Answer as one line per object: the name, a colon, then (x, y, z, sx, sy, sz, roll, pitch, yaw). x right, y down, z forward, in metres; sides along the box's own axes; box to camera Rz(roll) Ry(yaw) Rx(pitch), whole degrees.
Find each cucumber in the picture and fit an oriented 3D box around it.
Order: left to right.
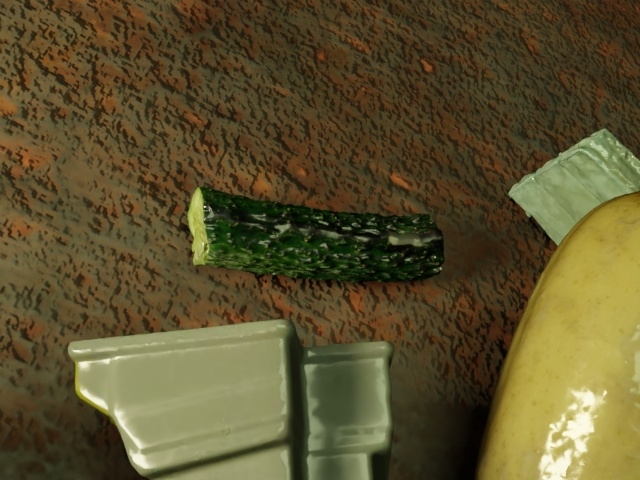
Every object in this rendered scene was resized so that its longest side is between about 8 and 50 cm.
cucumber: (0.000, 0.000, 0.570, 0.187, 0.058, 0.058, 6, 63, -20)

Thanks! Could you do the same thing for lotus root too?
lotus root: (0.204, 0.084, 0.502, 0.169, 0.151, 0.343, 24, 84, -30)

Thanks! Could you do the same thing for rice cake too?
rice cake: (0.252, 0.015, 0.625, 0.038, 0.124, 0.211, -37, 88, -23)

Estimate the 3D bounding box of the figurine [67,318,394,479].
figurine: (-0.024, 0.195, 0.398, 0.342, 0.167, 0.285, 3, 64, -20)
